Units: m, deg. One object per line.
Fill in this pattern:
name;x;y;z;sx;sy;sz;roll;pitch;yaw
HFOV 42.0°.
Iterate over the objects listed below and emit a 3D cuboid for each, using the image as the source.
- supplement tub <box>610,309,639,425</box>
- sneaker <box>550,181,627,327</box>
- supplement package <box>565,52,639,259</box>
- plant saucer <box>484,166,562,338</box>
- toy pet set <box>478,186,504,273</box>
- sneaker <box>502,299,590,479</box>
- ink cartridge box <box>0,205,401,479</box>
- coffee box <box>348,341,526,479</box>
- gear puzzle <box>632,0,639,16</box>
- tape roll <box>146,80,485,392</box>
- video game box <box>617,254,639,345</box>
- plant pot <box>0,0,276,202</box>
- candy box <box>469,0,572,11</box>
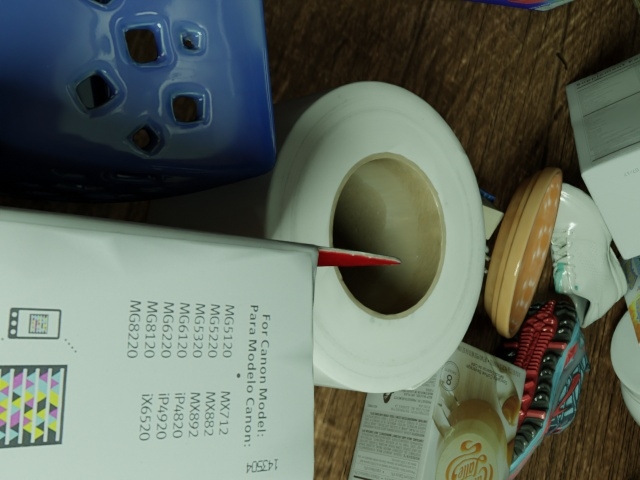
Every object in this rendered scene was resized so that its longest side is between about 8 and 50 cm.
supplement tub;0.556;0.220;1.144;0.316;0.228;0.228;46;59;-29
sneaker;0.320;0.022;1.054;0.094;0.080;0.212;-45;117;-20
supplement package;0.397;-0.116;1.022;0.134;0.139;0.244;55;27;-24
plant saucer;0.227;0.011;0.942;0.200;0.037;0.200;-49;148;-45
toy pet set;0.138;-0.009;0.915;0.122;0.065;0.114;17;111;-37
sneaker;0.251;0.195;0.959;0.262;0.104;0.125;-50;121;-31
ink cartridge box;-0.151;0.063;0.471;0.272;0.309;0.130;7;83;-41
coffee box;0.111;0.230;0.834;0.141;0.098;0.246;25;71;-38
gear puzzle;0.474;-0.268;1.106;0.175;0.044;0.338;12;56;-66
tape roll;0.000;0.000;0.704;0.246;0.169;0.246;4;84;-41
video game box;0.455;0.017;1.055;0.048;0.187;0.205;23;29;-2
plant pot;-0.184;-0.136;0.513;0.212;0.236;0.235;-8;93;-36
candy box;0.250;-0.347;0.879;0.317;0.268;0.122;-6;88;-41
